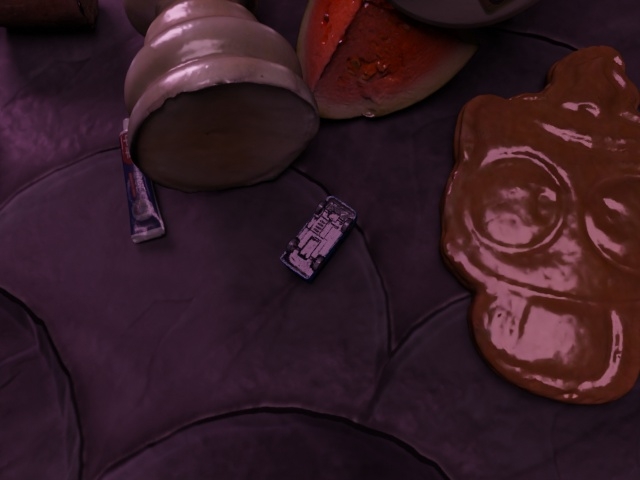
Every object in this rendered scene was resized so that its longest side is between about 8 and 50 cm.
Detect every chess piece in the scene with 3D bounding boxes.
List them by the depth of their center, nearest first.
[{"bbox_3d":[-0.128,-0.232,0.750,0.182,0.182,0.331,-16,66,-2],"label":"chess piece"}]

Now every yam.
[{"bbox_3d":[-0.318,-0.277,0.815,0.127,0.084,0.084,-2,72,7],"label":"yam"}]

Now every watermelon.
[{"bbox_3d":[0.068,-0.210,0.758,0.145,0.137,0.193,11,89,-24],"label":"watermelon"}]

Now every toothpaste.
[{"bbox_3d":[-0.192,-0.066,0.767,0.037,0.021,0.140,-15,74,4],"label":"toothpaste"}]

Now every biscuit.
[{"bbox_3d":[0.254,-0.031,0.713,0.269,0.051,0.376,10,72,5],"label":"biscuit"}]

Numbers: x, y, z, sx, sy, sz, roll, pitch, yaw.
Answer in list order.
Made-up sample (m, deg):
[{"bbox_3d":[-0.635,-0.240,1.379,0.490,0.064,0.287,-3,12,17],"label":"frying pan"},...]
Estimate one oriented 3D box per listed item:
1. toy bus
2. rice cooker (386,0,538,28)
[{"bbox_3d":[0.000,0.000,0.720,0.038,0.046,0.083,35,80,14],"label":"toy bus"},{"bbox_3d":[0.141,-0.322,0.672,0.225,0.226,0.244,13,35,8],"label":"rice cooker"}]
